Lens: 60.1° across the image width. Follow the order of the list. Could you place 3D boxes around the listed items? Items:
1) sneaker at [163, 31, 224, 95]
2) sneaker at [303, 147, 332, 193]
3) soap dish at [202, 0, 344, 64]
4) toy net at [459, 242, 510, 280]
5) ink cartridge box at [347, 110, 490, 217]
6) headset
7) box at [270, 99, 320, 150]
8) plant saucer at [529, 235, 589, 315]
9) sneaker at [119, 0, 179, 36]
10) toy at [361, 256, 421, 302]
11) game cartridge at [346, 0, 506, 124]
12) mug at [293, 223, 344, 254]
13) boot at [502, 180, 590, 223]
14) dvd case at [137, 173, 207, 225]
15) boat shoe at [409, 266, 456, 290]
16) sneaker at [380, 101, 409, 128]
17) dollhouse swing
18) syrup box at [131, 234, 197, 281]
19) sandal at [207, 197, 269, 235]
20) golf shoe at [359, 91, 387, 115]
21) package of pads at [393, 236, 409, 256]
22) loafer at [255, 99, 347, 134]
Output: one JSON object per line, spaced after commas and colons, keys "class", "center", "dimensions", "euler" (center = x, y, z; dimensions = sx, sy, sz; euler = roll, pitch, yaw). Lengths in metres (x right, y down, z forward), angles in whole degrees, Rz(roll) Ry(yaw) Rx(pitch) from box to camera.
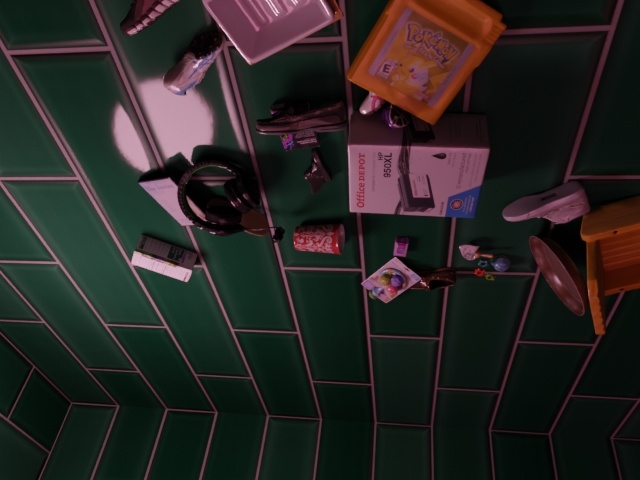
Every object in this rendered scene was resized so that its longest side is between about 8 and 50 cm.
{"class": "sneaker", "center": [-0.343, -0.491, 1.544], "dimensions": [0.237, 0.085, 0.086], "euler": [-30, 153, 32]}
{"class": "sneaker", "center": [-0.020, -0.226, 1.808], "dimensions": [0.089, 0.051, 0.170], "euler": [-14, 138, 18]}
{"class": "soap dish", "center": [-0.120, -0.590, 1.348], "dimensions": [0.291, 0.118, 0.229], "euler": [-17, 133, 28]}
{"class": "toy net", "center": [0.594, 0.067, 2.054], "dimensions": [0.232, 0.045, 0.122], "euler": [29, 137, -20]}
{"class": "ink cartridge box", "center": [0.282, -0.225, 1.668], "dimensions": [0.395, 0.166, 0.285], "euler": [3, 139, 7]}
{"class": "headset", "center": [-0.293, -0.118, 1.898], "dimensions": [0.394, 0.185, 0.243], "euler": [35, 105, -7]}
{"class": "box", "center": [-0.074, -0.350, 1.691], "dimensions": [0.116, 0.029, 0.162], "euler": [-5, 137, 14]}
{"class": "plant saucer", "center": [0.821, 0.109, 1.886], "dimensions": [0.050, 0.310, 0.310], "euler": [-30, 131, 6]}
{"class": "sneaker", "center": [-0.430, -0.644, 1.369], "dimensions": [0.281, 0.106, 0.162], "euler": [-27, 123, 22]}
{"class": "toy", "center": [0.273, 0.176, 2.202], "dimensions": [0.137, 0.056, 0.237], "euler": [38, 139, -7]}
{"class": "game cartridge", "center": [0.267, -0.487, 1.403], "dimensions": [0.285, 0.053, 0.324], "euler": [23, 126, -17]}
{"class": "mug", "center": [-0.002, 0.006, 2.035], "dimensions": [0.169, 0.113, 0.150], "euler": [1, 138, 13]}
{"class": "boot", "center": [0.737, -0.091, 1.798], "dimensions": [0.258, 0.095, 0.123], "euler": [-20, 125, 28]}
{"class": "dvd case", "center": [-0.513, -0.140, 1.982], "dimensions": [0.180, 0.022, 0.253], "euler": [-2, 141, 37]}
{"class": "boat shoe", "center": [0.429, 0.160, 2.167], "dimensions": [0.207, 0.073, 0.073], "euler": [-17, 135, 28]}
{"class": "sneaker", "center": [0.200, -0.344, 1.536], "dimensions": [0.068, 0.170, 0.071], "euler": [38, 117, -16]}
{"class": "dollhouse swing", "center": [1.003, 0.093, 1.790], "dimensions": [0.315, 0.305, 0.347], "euler": [-16, 133, 19]}
{"class": "syrup box", "center": [-0.628, 0.073, 2.232], "dimensions": [0.237, 0.093, 0.096], "euler": [20, 138, -13]}
{"class": "sandal", "center": [-0.298, -0.086, 2.023], "dimensions": [0.240, 0.088, 0.079], "euler": [24, 169, -7]}
{"class": "golf shoe", "center": [0.164, -0.428, 1.533], "dimensions": [0.086, 0.067, 0.186], "euler": [34, 124, -19]}
{"class": "package of pads", "center": [0.300, 0.025, 2.062], "dimensions": [0.050, 0.032, 0.083], "euler": [3, 140, 2]}
{"class": "loafer", "center": [-0.057, -0.360, 1.603], "dimensions": [0.267, 0.096, 0.084], "euler": [-3, 118, 1]}
